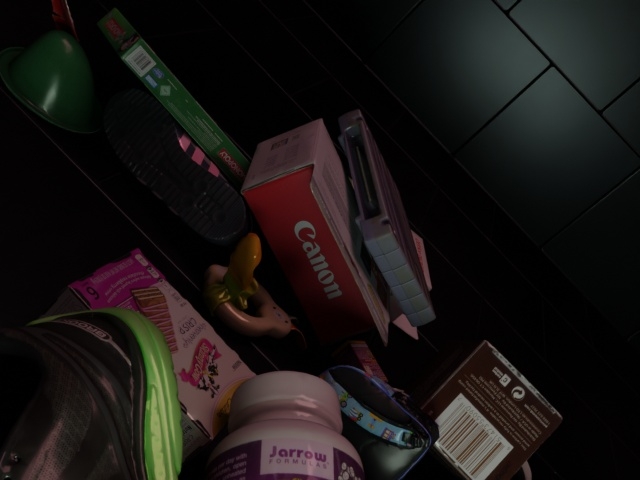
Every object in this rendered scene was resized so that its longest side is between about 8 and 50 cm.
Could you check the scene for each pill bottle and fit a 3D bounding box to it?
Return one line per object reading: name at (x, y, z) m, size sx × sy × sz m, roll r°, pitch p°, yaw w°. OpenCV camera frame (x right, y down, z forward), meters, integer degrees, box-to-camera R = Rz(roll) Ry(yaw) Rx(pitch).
pill bottle at (-0.036, 0.287, 0.761) m, size 0.169 × 0.169 × 0.302 m, roll 33°, pitch 35°, yaw -30°

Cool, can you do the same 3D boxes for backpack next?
backpack at (0.056, 0.257, 1.054) m, size 0.173 × 0.158 × 0.117 m, roll 41°, pitch 12°, yaw 16°

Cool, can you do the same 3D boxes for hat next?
hat at (-0.367, -0.293, 1.156) m, size 0.208 × 0.183 × 0.173 m, roll 33°, pitch 27°, yaw -30°

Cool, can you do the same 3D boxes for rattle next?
rattle at (-0.066, 0.076, 1.151) m, size 0.199 × 0.143 × 0.130 m, roll 29°, pitch 9°, yaw -24°

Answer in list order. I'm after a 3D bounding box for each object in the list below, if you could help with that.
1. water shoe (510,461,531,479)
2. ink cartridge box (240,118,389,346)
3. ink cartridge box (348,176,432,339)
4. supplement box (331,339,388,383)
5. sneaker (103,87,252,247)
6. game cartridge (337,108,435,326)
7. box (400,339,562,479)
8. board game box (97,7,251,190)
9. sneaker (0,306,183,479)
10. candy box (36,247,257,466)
water shoe at (0.296, 0.377, 1.400) m, size 0.080 × 0.073 × 0.203 m, roll -29°, pitch 76°, yaw -39°
ink cartridge box at (0.000, 0.000, 1.253) m, size 0.272 × 0.130 × 0.310 m, roll -82°, pitch 149°, yaw -63°
ink cartridge box at (0.105, 0.020, 1.557) m, size 0.353 × 0.119 × 0.207 m, roll 39°, pitch 24°, yaw -19°
supplement box at (0.065, 0.210, 1.272) m, size 0.055 × 0.043 × 0.083 m, roll 14°, pitch 38°, yaw -53°
sneaker at (-0.229, -0.106, 1.239) m, size 0.319 × 0.112 × 0.131 m, roll 50°, pitch -3°, yaw 15°
game cartridge at (0.110, -0.043, 1.344) m, size 0.355 × 0.068 × 0.230 m, roll -99°, pitch 167°, yaw -49°
box at (0.228, 0.269, 1.198) m, size 0.168 × 0.167 × 0.203 m, roll 45°, pitch -10°, yaw 0°
board game box at (-0.233, -0.231, 1.289) m, size 0.317 × 0.046 × 0.213 m, roll 49°, pitch -1°, yaw -37°
sneaker at (-0.200, 0.260, 0.615) m, size 0.202 × 0.185 × 0.483 m, roll 7°, pitch 39°, yaw -31°
candy box at (-0.194, 0.132, 0.910) m, size 0.233 × 0.071 × 0.159 m, roll 47°, pitch 22°, yaw -1°
